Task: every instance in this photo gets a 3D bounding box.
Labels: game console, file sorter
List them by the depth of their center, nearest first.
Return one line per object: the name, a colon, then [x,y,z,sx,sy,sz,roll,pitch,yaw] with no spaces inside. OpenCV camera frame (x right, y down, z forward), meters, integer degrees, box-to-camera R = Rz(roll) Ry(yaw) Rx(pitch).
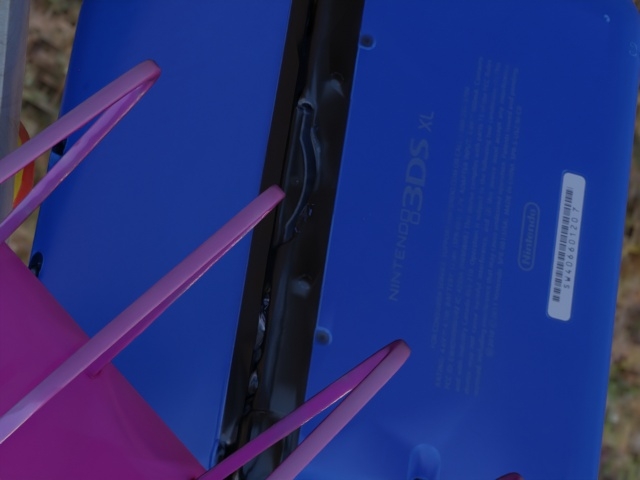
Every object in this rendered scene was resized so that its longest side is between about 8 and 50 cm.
file sorter: [-0.055,0.110,0.698,0.291,0.202,0.182,49,132,-1]
game console: [0.000,0.000,0.952,0.250,0.293,0.173,15,162,-18]

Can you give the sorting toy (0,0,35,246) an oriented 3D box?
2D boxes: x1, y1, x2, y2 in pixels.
sorting toy: [-0.268,-0.101,1.064,0.257,0.255,0.089,1,171,18]
